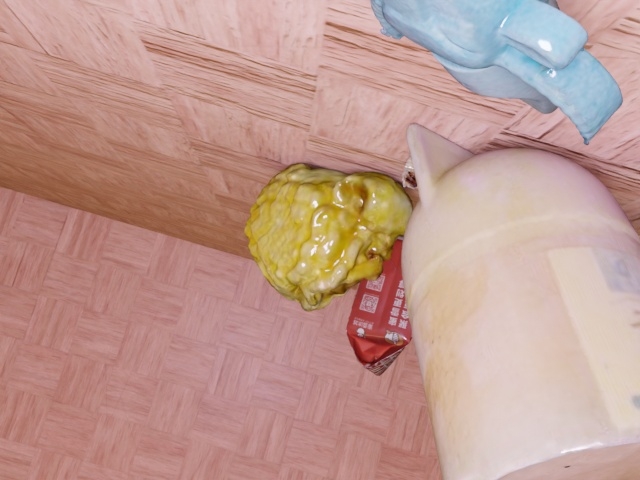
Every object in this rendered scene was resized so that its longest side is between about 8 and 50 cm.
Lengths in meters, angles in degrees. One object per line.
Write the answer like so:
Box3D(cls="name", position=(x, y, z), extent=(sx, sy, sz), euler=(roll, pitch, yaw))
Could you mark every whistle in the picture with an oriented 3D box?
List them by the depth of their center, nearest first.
Box3D(cls="whistle", position=(0.092, -0.145, 0.384), extent=(0.186, 0.093, 0.274), euler=(42, -169, 35))

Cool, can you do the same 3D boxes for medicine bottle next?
Box3D(cls="medicine bottle", position=(0.203, 0.056, 0.638), extent=(0.235, 0.406, 0.236), euler=(-3, 140, -3))

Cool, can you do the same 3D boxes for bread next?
Box3D(cls="bread", position=(0.142, -0.085, 0.838), extent=(0.070, 0.035, 0.083), euler=(14, 168, 4))

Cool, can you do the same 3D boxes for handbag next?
Box3D(cls="handbag", position=(0.159, 0.146, 1.387), extent=(0.151, 0.298, 0.171), euler=(13, 171, 18))

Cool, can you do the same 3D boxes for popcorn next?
Box3D(cls="popcorn", position=(0.000, 0.000, 1.010), extent=(0.286, 0.225, 0.173), euler=(10, 173, 44))
